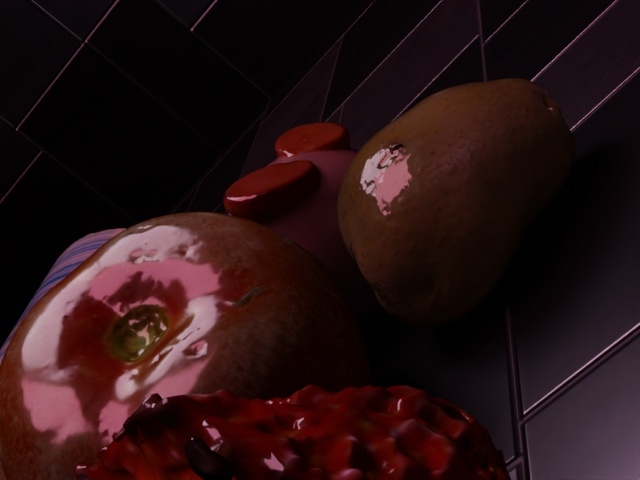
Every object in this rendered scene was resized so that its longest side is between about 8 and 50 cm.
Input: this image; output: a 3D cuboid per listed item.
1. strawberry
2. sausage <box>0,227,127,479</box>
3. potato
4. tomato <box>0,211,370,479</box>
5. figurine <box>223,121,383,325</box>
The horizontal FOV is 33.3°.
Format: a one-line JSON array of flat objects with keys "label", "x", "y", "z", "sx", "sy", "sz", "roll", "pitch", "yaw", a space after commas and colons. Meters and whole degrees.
[{"label": "strawberry", "x": 0.005, "y": 0.140, "z": 0.536, "sx": 0.178, "sy": 0.234, "sz": 0.234, "roll": -36, "pitch": 1, "yaw": -42}, {"label": "sausage", "x": -0.233, "y": 0.147, "z": 1.164, "sx": 0.233, "sy": 0.233, "sz": 0.287, "roll": -44, "pitch": 16, "yaw": 25}, {"label": "potato", "x": 0.103, "y": -0.035, "z": 0.794, "sx": 0.194, "sy": 0.157, "sz": 0.157, "roll": -37, "pitch": 15, "yaw": 0}, {"label": "tomato", "x": -0.089, "y": 0.120, "z": 0.782, "sx": 0.270, "sy": 0.222, "sz": 0.270, "roll": -13, "pitch": 48, "yaw": 15}, {"label": "figurine", "x": 0.000, "y": 0.000, "z": 0.936, "sx": 0.173, "sy": 0.173, "sz": 0.173, "roll": -47, "pitch": 15, "yaw": 16}]
